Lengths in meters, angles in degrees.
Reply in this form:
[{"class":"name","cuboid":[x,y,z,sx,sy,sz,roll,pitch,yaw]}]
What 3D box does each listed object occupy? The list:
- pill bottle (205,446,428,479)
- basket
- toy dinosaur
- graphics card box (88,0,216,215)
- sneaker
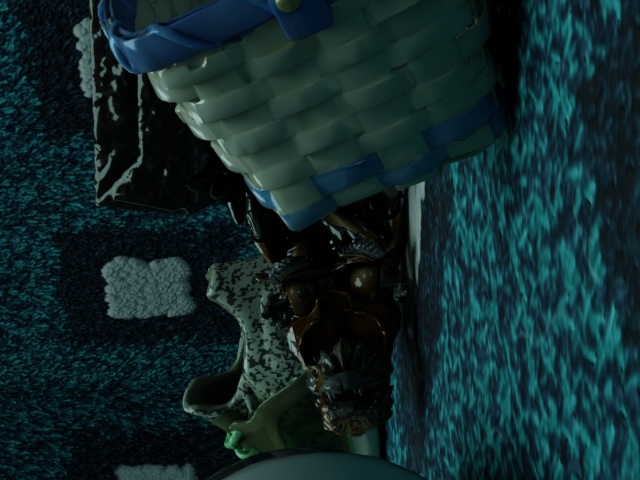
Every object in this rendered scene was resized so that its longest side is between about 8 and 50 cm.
[{"class":"pill bottle","cuboid":[-0.003,0.212,0.932,0.361,0.204,0.204,114,155,-83]},{"class":"basket","cuboid":[-0.026,-0.176,0.898,0.289,0.201,0.254,54,-166,-29]},{"class":"toy dinosaur","cuboid":[0.000,0.000,1.389,0.322,0.164,0.218,56,169,47]},{"class":"graphics card box","cuboid":[-0.064,-0.175,1.478,0.371,0.094,0.232,-36,-51,-62]},{"class":"sneaker","cuboid":[-0.035,0.158,1.639,0.158,0.182,0.410,-98,7,-59]}]
